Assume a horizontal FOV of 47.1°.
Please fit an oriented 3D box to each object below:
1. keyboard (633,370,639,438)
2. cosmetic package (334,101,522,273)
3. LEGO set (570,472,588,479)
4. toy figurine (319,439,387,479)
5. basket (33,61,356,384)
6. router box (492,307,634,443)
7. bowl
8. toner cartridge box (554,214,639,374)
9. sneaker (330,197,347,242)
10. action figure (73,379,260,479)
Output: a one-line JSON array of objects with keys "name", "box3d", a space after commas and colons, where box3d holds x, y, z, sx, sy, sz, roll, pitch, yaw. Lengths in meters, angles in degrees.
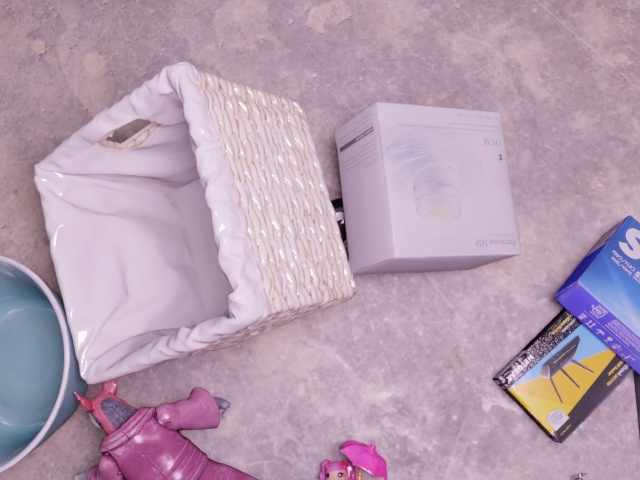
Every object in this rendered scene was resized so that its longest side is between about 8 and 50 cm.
[{"name": "keyboard", "box3d": [0.540, 0.271, 1.117, 0.108, 0.023, 0.180, -1, 80, 1]}, {"name": "cosmetic package", "box3d": [0.157, -0.072, 1.091, 0.224, 0.138, 0.225, -1, 80, -27]}, {"name": "LEGO set", "box3d": [0.381, 0.385, 1.104, 0.054, 0.023, 0.083, 42, 97, 10]}, {"name": "toy figurine", "box3d": [0.041, 0.379, 1.083, 0.173, 0.130, 0.159, -11, 64, 24]}, {"name": "basket", "box3d": [-0.167, -0.009, 1.005, 0.328, 0.266, 0.331, -25, 76, 34]}, {"name": "router box", "box3d": [0.375, 0.198, 1.122, 0.179, 0.046, 0.133, -43, 81, -7]}, {"name": "bowl", "box3d": [-0.465, 0.182, 1.074, 0.311, 0.163, 0.312, -2, 80, 12]}, {"name": "toner cartridge box", "box3d": [0.536, 0.139, 1.090, 0.348, 0.075, 0.165, 43, 65, 8]}, {"name": "sneaker", "box3d": [0.000, 0.000, 1.167, 0.234, 0.084, 0.097, -19, 104, -1]}, {"name": "action figure", "box3d": [-0.207, 0.339, 1.005, 0.248, 0.276, 0.370, -44, 99, -6]}]
